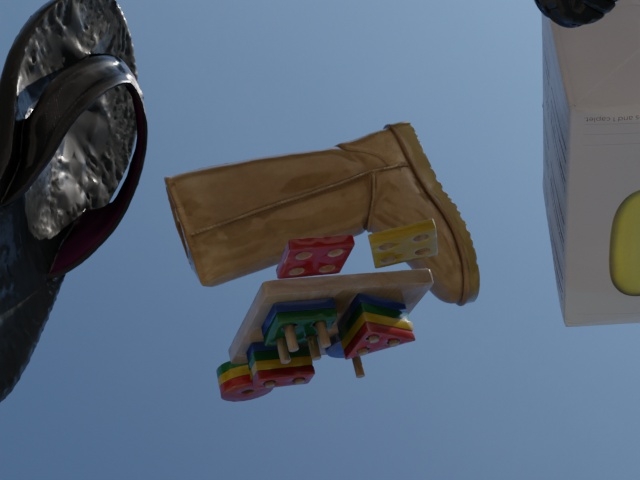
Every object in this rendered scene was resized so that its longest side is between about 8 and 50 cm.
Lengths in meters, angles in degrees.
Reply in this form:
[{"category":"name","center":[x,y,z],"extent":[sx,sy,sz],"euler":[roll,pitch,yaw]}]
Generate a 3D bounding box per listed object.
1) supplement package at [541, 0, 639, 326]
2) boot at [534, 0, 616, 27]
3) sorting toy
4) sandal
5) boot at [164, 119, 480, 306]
[{"category":"supplement package","center":[0.249,-0.065,0.715],"extent":[0.194,0.203,0.149],"euler":[-5,-133,8]},{"category":"boot","center":[0.088,-0.141,0.463],"extent":[0.099,0.045,0.121],"euler":[3,-108,53]},{"category":"sorting toy","center":[0.011,0.070,0.824],"extent":[0.132,0.274,0.046],"euler":[-3,-117,-20]},{"category":"sandal","center":[-0.224,-0.051,0.955],"extent":[0.107,0.167,0.446],"euler":[-6,-130,24]},{"category":"boot","center":[0.000,0.000,1.114],"extent":[0.269,0.089,0.236],"euler":[-16,-123,-13]}]
